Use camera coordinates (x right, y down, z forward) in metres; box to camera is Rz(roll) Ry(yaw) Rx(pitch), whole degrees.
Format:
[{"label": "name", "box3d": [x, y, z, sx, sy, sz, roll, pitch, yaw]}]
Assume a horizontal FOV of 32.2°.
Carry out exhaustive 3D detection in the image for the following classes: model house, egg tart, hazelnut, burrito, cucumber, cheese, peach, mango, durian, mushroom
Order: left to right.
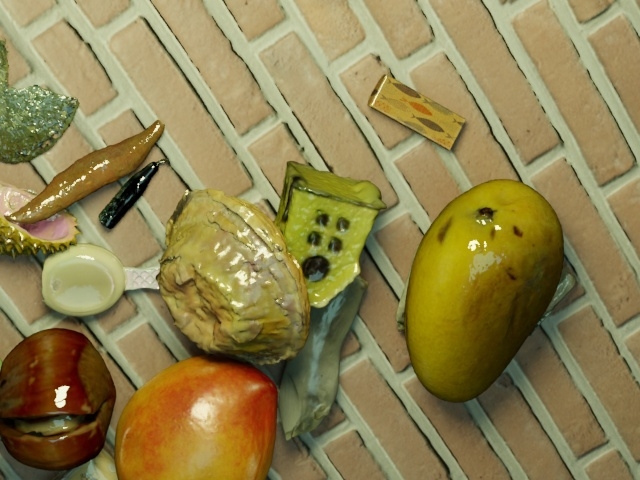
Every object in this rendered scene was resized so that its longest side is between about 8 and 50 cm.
[{"label": "durian", "box3d": [-0.531, -0.036, 1.931, 0.182, 0.165, 0.132, 45, 65, -46]}, {"label": "hazelnut", "box3d": [-0.477, 0.283, 1.986, 0.217, 0.217, 0.252, -4, 89, -5]}, {"label": "cheese", "box3d": [-0.387, 0.070, 2.000, 0.227, 0.064, 0.137, -2, 114, -9]}, {"label": "cucumber", "box3d": [-0.331, -0.088, 1.967, 0.043, 0.039, 0.163, 32, 105, -36]}, {"label": "peach", "box3d": [-0.222, 0.350, 1.994, 0.289, 0.289, 0.308, 19, 128, -12]}, {"label": "egg tart", "box3d": [-0.169, 0.079, 1.892, 0.150, 0.352, 0.352, -35, 114, -35]}, {"label": "mushroom", "box3d": [-0.001, 0.208, 2.072, 0.109, 0.097, 0.351, 13, 104, -11]}, {"label": "model house", "box3d": [0.000, 0.000, 1.952, 0.174, 0.193, 0.234, 9, 107, -11]}, {"label": "burrito", "box3d": [0.181, 0.087, 2.074, 0.058, 0.045, 0.188, 7, 107, -34]}, {"label": "mango", "box3d": [0.284, 0.101, 1.996, 0.301, 0.220, 0.445, -16, 132, -37]}, {"label": "burrito", "box3d": [0.429, 0.114, 2.113, 0.055, 0.041, 0.149, 33, 103, -29]}]

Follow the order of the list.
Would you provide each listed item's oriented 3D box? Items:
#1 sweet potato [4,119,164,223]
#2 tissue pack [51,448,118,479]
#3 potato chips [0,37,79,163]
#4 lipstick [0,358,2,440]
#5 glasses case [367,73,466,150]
[{"label": "sweet potato", "box3d": [-0.402, -0.114, 1.912, 0.314, 0.072, 0.066, -31, 131, -17]}, {"label": "tissue pack", "box3d": [-0.421, 0.520, 2.132, 0.186, 0.090, 0.222, -42, 108, 6]}, {"label": "potato chips", "box3d": [-0.538, -0.240, 1.900, 0.202, 0.029, 0.220, -30, 111, 7]}, {"label": "lipstick", "box3d": [-0.618, 0.228, 2.024, 0.076, 0.076, 0.304, -22, 108, 1]}, {"label": "glasses case", "box3d": [0.170, -0.228, 1.973, 0.170, 0.041, 0.065, 27, 92, -13]}]
